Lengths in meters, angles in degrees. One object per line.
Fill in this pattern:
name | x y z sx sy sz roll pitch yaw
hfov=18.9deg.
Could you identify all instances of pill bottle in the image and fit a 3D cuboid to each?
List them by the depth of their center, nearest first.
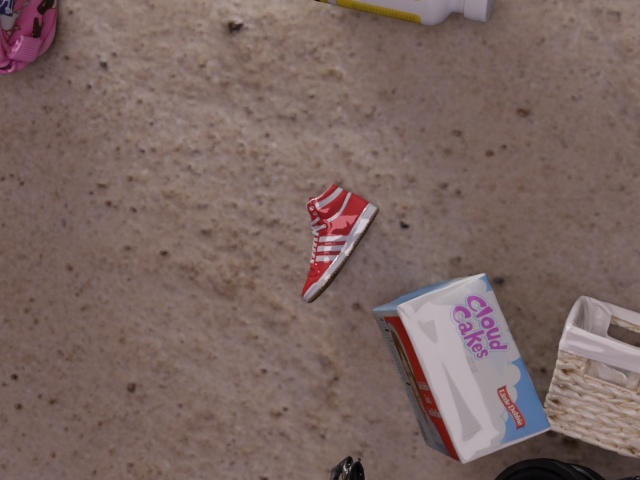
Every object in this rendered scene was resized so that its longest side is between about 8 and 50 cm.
pill bottle | 0.080 -0.266 1.870 0.184 0.103 0.103 14 96 10

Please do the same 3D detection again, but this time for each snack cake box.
snack cake box | 0.125 0.116 1.799 0.089 0.264 0.152 -21 89 -4

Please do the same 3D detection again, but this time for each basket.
basket | 0.276 0.129 1.826 0.113 0.167 0.103 19 102 10

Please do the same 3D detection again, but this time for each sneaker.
sneaker | 0.000 0.000 1.934 0.067 0.042 0.118 34 92 4

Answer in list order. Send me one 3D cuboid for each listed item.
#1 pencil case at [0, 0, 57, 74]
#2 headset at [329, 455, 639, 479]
pencil case | -0.467 -0.256 1.957 0.386 0.167 0.160 2 129 12
headset | 0.211 0.252 1.806 0.394 0.243 0.185 -15 74 7
